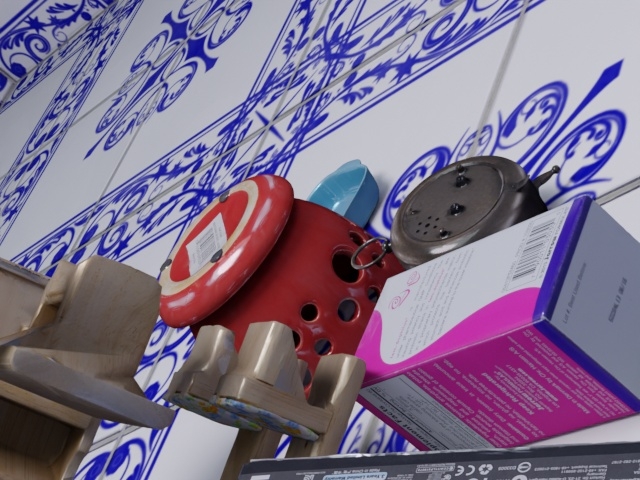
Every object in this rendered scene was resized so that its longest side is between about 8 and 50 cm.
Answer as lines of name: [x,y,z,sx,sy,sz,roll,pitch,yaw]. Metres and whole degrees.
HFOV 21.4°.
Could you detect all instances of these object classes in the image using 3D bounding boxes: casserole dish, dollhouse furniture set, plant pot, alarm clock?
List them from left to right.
dollhouse furniture set: [-0.226,0.144,1.308,0.257,0.362,0.394,-69,16,-10]
plant pot: [-0.037,0.045,1.534,0.191,0.174,0.191,-40,22,20]
casserole dish: [0.000,0.000,1.729,0.114,0.037,0.188,-13,43,59]
alarm clock: [0.105,-0.009,1.426,0.192,0.064,0.129,-18,36,30]

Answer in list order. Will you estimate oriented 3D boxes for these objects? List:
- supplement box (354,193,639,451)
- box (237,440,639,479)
supplement box: [0.134,0.070,1.215,0.220,0.114,0.111,-23,34,49]
box: [0.101,0.240,0.803,0.394,0.097,0.318,-7,39,26]
